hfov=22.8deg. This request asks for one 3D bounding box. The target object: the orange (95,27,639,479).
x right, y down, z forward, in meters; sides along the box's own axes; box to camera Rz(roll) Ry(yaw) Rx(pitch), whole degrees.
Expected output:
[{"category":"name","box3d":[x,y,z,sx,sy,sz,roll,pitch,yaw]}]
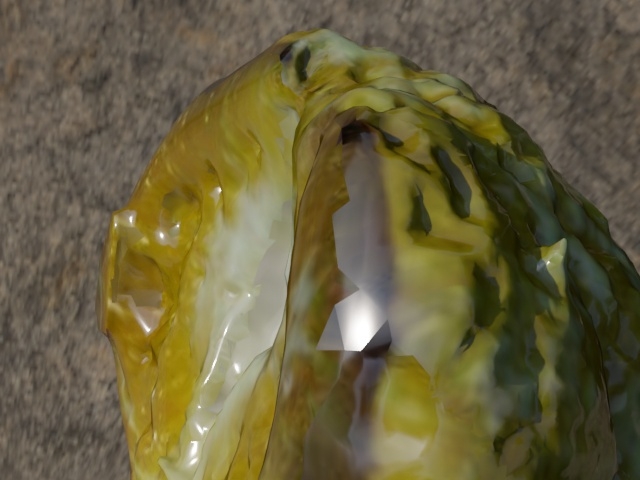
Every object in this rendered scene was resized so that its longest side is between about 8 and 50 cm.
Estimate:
[{"category":"orange","box3d":[0.029,0.056,0.684,0.210,0.369,0.271,5,111,-16]}]
